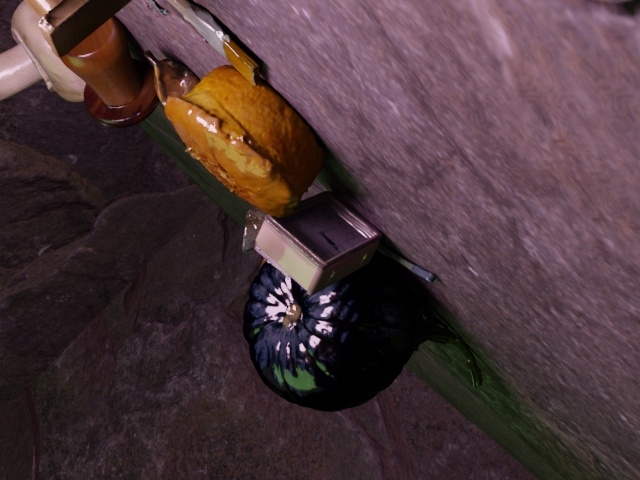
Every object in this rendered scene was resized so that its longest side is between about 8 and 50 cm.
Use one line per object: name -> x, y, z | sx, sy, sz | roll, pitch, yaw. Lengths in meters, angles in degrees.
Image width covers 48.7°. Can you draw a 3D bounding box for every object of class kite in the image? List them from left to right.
kite -> -0.293, -0.405, 1.150 | 0.139, 0.011, 0.157 | 39, 173, 12

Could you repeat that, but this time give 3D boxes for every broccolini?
broccolini -> 0.258, 0.249, 1.524 | 0.271, 0.123, 0.062 | 46, -177, -23

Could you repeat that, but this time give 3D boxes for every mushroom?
mushroom -> -0.713, -0.464, 1.819 | 0.314, 0.336, 0.314 | 56, 176, 5

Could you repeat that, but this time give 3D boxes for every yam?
yam -> -0.102, -0.038, 1.675 | 0.107, 0.183, 0.107 | 170, 90, -87

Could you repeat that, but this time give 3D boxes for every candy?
candy -> -0.261, -0.274, 1.420 | 0.271, 0.101, 0.143 | 51, 177, -14

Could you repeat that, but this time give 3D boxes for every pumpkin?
pumpkin -> 0.015, 0.158, 1.423 | 0.266, 0.363, 0.363 | 15, -163, -47

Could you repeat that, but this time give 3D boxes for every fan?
fan -> 0.152, 0.039, 1.293 | 0.038, 0.016, 0.193 | 39, 177, -32

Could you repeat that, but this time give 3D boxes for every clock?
clock -> 0.000, 0.000, 1.237 | 0.147, 0.071, 0.192 | 41, -142, 20

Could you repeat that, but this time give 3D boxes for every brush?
brush -> -0.207, -0.343, 0.988 | 0.336, 0.020, 0.085 | 44, 174, 3

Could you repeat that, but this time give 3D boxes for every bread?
bread -> -0.113, -0.154, 1.106 | 0.268, 0.146, 0.268 | 38, 171, 7

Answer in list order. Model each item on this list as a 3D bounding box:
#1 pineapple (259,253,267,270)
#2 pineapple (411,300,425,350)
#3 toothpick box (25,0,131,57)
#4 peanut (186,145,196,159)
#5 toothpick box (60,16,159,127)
pineapple -> 0.021, 0.112, 1.803 | 0.362, 0.202, 0.202 | 33, 170, 18
pineapple -> 0.165, 0.193, 1.599 | 0.193, 0.166, 0.166 | 32, -179, -36
toothpick box -> -0.339, -0.395, 0.796 | 0.308, 0.187, 0.190 | 49, 173, -17
peanut -> -0.288, -0.247, 1.744 | 0.083, 0.093, 0.194 | 58, 174, -4
toothpick box -> -0.491, -0.393, 1.651 | 0.192, 0.192, 0.294 | 41, 167, 18
